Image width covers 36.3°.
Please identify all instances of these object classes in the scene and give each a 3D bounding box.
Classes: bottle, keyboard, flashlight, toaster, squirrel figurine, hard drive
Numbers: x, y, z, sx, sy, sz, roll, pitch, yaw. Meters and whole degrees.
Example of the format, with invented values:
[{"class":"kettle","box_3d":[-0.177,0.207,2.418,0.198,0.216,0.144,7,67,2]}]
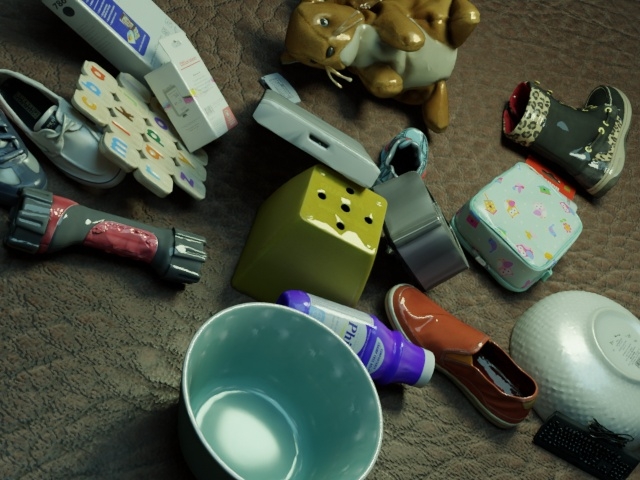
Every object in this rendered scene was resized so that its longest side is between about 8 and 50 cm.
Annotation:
[{"class":"bottle","box_3d":[0.052,0.174,1.609,0.282,0.118,0.092,21,6,-18]},{"class":"keyboard","box_3d":[0.483,0.368,1.738,0.192,0.100,0.038,28,14,-10]},{"class":"flashlight","box_3d":[-0.329,0.001,1.521,0.304,0.103,0.103,18,84,-23]},{"class":"toaster","box_3d":[0.179,-0.012,1.790,0.168,0.110,0.186,51,15,-41]},{"class":"squirrel figurine","box_3d":[0.089,-0.449,2.102,0.370,0.281,0.397,1,39,-20]},{"class":"hard drive","box_3d":[-0.012,-0.195,1.790,0.233,0.047,0.353,31,8,-8]}]

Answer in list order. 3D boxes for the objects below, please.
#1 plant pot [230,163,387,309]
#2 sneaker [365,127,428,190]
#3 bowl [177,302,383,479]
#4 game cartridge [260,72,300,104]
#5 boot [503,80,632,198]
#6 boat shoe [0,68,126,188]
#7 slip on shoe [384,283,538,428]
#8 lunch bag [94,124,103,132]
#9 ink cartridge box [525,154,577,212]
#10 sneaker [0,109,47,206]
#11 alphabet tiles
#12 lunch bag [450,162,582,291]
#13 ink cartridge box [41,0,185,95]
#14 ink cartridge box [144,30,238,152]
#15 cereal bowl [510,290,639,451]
[{"class":"plant pot","box_3d":[0.000,0.000,1.670,0.212,0.187,0.212,27,45,-11]},{"class":"sneaker","box_3d":[0.177,-0.157,1.964,0.104,0.125,0.262,34,43,-5]},{"class":"bowl","box_3d":[-0.081,0.262,1.413,0.311,0.163,0.312,17,47,-20]},{"class":"game cartridge","box_3d":[-0.080,-0.307,2.003,0.056,0.017,0.083,-25,71,-40]},{"class":"boot","box_3d":[0.595,-0.298,2.357,0.284,0.138,0.377,28,49,-10]},{"class":"boat shoe","box_3d":[-0.431,-0.187,1.591,0.267,0.088,0.096,44,85,8]},{"class":"slip on shoe","box_3d":[0.254,0.191,1.739,0.331,0.101,0.123,44,45,8]},{"class":"lunch bag","box_3d":[-0.360,-0.164,1.672,0.083,0.053,0.071,40,44,-12]},{"class":"ink cartridge box","box_3d":[0.522,-0.118,2.218,0.145,0.045,0.179,35,46,-3]},{"class":"sneaker","box_3d":[-0.541,-0.188,1.515,0.319,0.131,0.112,42,43,4]},{"class":"alphabet tiles","box_3d":[-0.306,-0.186,1.676,0.278,0.021,0.284,38,24,-26]},{"class":"lunch bag","box_3d":[0.409,-0.023,2.016,0.224,0.108,0.279,48,45,7]},{"class":"ink cartridge box","box_3d":[-0.393,-0.428,1.777,0.332,0.065,0.165,44,37,-32]},{"class":"ink cartridge box","box_3d":[-0.241,-0.269,1.757,0.198,0.067,0.115,60,23,-10]},{"class":"cereal bowl","box_3d":[0.539,0.230,1.865,0.338,0.141,0.339,18,46,-19]}]
